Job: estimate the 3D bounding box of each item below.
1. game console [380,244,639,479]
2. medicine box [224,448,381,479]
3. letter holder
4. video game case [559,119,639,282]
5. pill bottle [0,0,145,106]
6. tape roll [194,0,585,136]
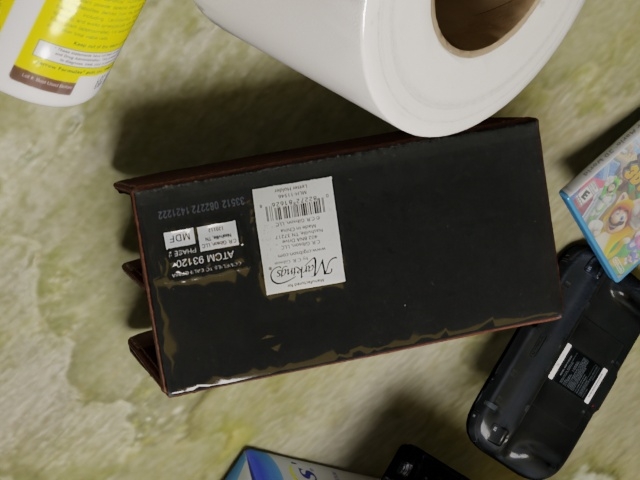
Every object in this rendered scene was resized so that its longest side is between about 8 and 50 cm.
[{"bbox_3d":[0.176,0.181,1.548,0.213,0.044,0.361,35,83,-31],"label":"game console"},{"bbox_3d":[0.001,0.355,1.651,0.289,0.149,0.263,17,119,-32],"label":"medicine box"},{"bbox_3d":[0.000,0.000,1.383,0.302,0.214,0.152,-11,98,-13],"label":"letter holder"},{"bbox_3d":[0.282,-0.056,1.495,0.166,0.015,0.119,-41,131,-5],"label":"video game case"},{"bbox_3d":[-0.154,-0.201,1.161,0.117,0.117,0.215,15,121,-31],"label":"pill bottle"},{"bbox_3d":[0.051,-0.208,1.140,0.246,0.169,0.246,-32,139,-33],"label":"tape roll"}]
